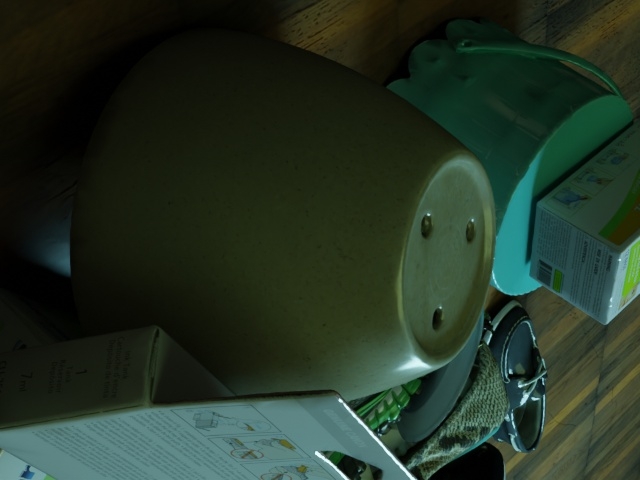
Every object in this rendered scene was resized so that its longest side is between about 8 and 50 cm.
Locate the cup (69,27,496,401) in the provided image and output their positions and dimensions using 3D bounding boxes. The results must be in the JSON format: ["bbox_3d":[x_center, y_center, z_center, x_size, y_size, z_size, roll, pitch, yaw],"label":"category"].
[{"bbox_3d":[0.000,0.000,0.882,0.331,0.237,0.331,-21,115,-54],"label":"cup"}]

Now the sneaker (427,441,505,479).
[{"bbox_3d":[0.107,0.447,1.519,0.447,0.169,0.257,-49,161,-27],"label":"sneaker"}]

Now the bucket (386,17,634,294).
[{"bbox_3d":[0.198,-0.088,1.195,0.281,0.183,0.281,-33,142,-30],"label":"bucket"}]

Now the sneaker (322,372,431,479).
[{"bbox_3d":[0.016,0.170,1.239,0.343,0.146,0.134,-51,-175,-36],"label":"sneaker"}]

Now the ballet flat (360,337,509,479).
[{"bbox_3d":[0.068,0.265,1.396,0.483,0.164,0.182,-34,120,-37],"label":"ballet flat"}]

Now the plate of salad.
[{"bbox_3d":[0.146,0.146,1.287,0.048,0.200,0.200,25,101,-12],"label":"plate of salad"}]

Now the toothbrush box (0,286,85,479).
[{"bbox_3d":[-0.221,0.186,0.965,0.206,0.122,0.283,-57,147,0],"label":"toothbrush box"}]

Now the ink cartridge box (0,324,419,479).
[{"bbox_3d":[-0.063,0.153,0.821,0.296,0.261,0.066,55,30,-54],"label":"ink cartridge box"}]

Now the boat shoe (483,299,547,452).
[{"bbox_3d":[0.304,0.212,1.670,0.114,0.091,0.302,-40,144,-22],"label":"boat shoe"}]

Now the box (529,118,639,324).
[{"bbox_3d":[0.324,-0.028,1.145,0.203,0.103,0.114,-36,143,-27],"label":"box"}]
